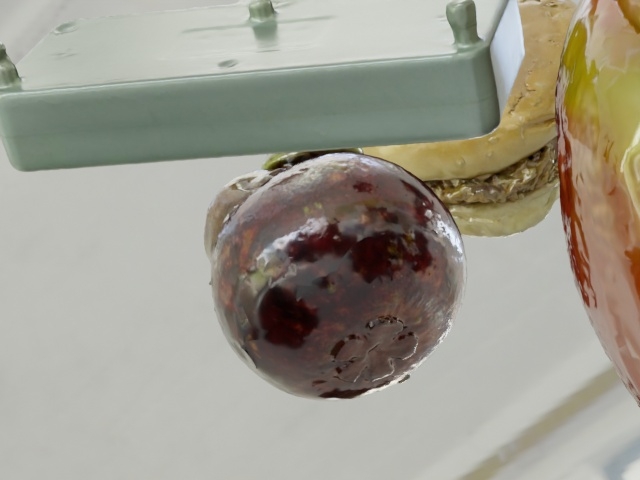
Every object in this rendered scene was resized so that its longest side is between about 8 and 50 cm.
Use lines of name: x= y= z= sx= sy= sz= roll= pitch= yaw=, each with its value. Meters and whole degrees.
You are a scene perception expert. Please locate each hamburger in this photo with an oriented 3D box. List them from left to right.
hamburger: x=0.114 y=-0.097 z=1.244 sx=0.214 sy=0.213 sz=0.108 roll=-23 pitch=-53 yaw=-2

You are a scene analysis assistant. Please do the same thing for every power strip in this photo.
power strip: x=-0.021 y=-0.088 z=0.727 sx=0.216 sy=0.145 sz=0.061 roll=-3 pitch=-63 yaw=17

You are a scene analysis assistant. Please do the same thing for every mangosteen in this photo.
mangosteen: x=-0.003 y=0.012 z=0.976 sx=0.156 sy=0.181 sz=0.145 roll=24 pitch=-83 yaw=-44

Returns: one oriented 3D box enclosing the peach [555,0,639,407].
peach: x=0.254 y=-0.029 z=0.656 sx=0.332 sy=0.308 sz=0.308 roll=-10 pitch=-33 yaw=-43
